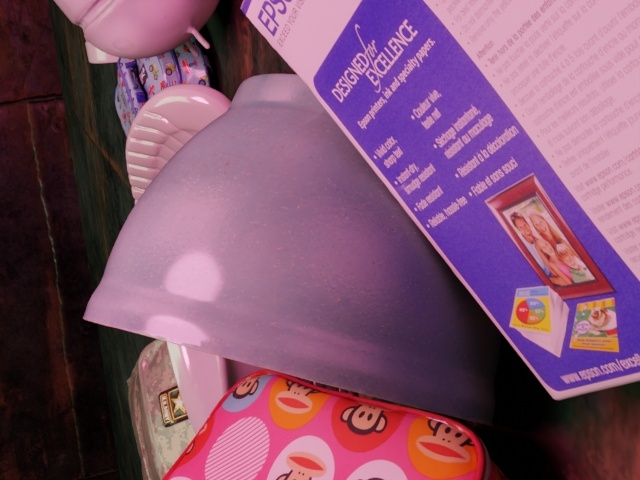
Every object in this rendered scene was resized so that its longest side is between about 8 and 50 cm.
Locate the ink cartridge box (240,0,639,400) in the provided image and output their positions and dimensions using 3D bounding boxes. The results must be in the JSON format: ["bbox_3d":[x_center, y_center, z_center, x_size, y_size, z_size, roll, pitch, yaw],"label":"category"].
[{"bbox_3d":[0.106,-0.075,0.464,0.307,0.072,0.303,53,159,3],"label":"ink cartridge box"}]

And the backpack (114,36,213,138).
[{"bbox_3d":[-0.215,-0.217,1.378,0.173,0.117,0.158,120,135,-58],"label":"backpack"}]

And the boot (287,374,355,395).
[{"bbox_3d":[-0.011,0.221,1.110,0.161,0.083,0.246,161,99,-76],"label":"boot"}]

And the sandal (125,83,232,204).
[{"bbox_3d":[-0.169,-0.074,1.334,0.416,0.169,0.102,105,-172,-52],"label":"sandal"}]

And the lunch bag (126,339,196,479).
[{"bbox_3d":[-0.186,0.266,1.494,0.287,0.169,0.235,129,131,-56],"label":"lunch bag"}]

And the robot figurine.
[{"bbox_3d":[-0.252,-0.362,1.170,0.353,0.200,0.300,51,-173,-13],"label":"robot figurine"}]

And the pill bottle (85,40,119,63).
[{"bbox_3d":[-0.312,-0.409,1.489,0.152,0.152,0.272,-149,50,-65],"label":"pill bottle"}]

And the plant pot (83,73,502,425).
[{"bbox_3d":[0.000,0.000,0.709,0.293,0.293,0.196,173,112,-71],"label":"plant pot"}]

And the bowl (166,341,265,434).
[{"bbox_3d":[-0.100,0.101,1.202,0.298,0.134,0.298,169,90,-71],"label":"bowl"}]

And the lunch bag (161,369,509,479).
[{"bbox_3d":[-0.013,0.240,0.731,0.293,0.258,0.120,9,148,46],"label":"lunch bag"}]
